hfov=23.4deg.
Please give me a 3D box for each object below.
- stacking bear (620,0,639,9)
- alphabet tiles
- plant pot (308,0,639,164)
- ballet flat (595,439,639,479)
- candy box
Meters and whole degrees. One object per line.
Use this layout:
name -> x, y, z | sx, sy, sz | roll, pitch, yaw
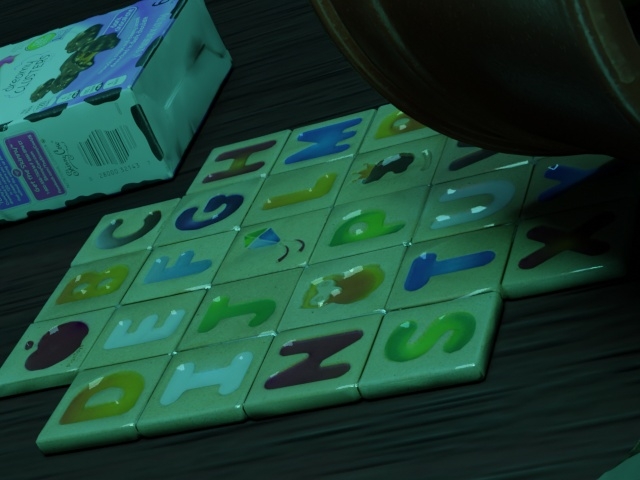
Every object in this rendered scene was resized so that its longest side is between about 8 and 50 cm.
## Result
stacking bear -> 0.158, -0.197, 0.882 | 0.289, 0.175, 0.164 | -31, 28, 4
alphabet tiles -> 0.000, 0.000, 0.804 | 0.343, 0.011, 0.285 | -13, 29, 24
plant pot -> 0.140, -0.139, 0.583 | 0.272, 0.272, 0.265 | -27, 18, -4
ballet flat -> 0.133, 0.078, 0.505 | 0.084, 0.058, 0.250 | 17, 50, 24
candy box -> -0.177, -0.086, 1.051 | 0.196, 0.070, 0.165 | -14, 28, 20
